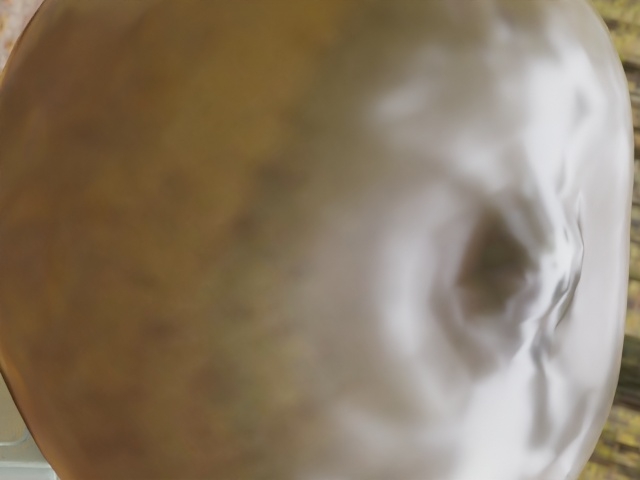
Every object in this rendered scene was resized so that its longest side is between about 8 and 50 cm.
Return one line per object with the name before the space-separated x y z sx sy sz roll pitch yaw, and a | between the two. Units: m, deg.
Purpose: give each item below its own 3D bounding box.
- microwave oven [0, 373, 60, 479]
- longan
microwave oven | -0.232 0.080 0.882 0.129 0.163 0.205 102 -10 -59
longan | 0.000 0.000 0.654 0.361 0.361 0.360 15 90 -82
